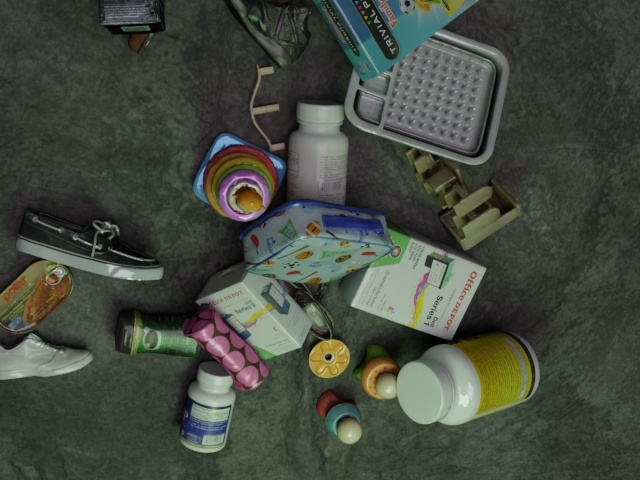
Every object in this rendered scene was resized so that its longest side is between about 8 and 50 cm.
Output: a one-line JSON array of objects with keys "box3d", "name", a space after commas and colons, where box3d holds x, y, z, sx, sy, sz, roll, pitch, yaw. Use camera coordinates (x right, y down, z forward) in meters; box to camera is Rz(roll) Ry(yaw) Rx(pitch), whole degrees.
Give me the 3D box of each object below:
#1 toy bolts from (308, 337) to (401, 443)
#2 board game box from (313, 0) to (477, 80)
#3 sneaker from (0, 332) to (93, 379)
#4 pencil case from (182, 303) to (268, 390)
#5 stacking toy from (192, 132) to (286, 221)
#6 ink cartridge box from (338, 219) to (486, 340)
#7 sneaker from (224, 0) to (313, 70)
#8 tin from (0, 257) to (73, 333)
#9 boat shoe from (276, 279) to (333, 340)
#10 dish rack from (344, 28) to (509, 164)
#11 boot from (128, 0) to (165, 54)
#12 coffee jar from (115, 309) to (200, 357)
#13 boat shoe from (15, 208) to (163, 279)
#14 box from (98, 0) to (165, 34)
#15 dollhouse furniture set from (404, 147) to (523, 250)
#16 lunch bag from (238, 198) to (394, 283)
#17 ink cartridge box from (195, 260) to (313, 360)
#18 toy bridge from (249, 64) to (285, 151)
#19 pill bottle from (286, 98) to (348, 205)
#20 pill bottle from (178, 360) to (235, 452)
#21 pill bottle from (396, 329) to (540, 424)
[{"box3d": [0.066, 0.360, 1.947, 0.218, 0.158, 0.228, 21, 100, -19], "name": "toy bolts"}, {"box3d": [0.157, -0.526, 1.679, 0.336, 0.079, 0.253, -40, 107, -18], "name": "board game box"}, {"box3d": [-0.606, 0.244, 1.790, 0.212, 0.080, 0.094, -5, 96, -11], "name": "sneaker"}, {"box3d": [-0.208, 0.239, 1.803, 0.098, 0.095, 0.209, -15, 124, 38], "name": "pencil case"}, {"box3d": [-0.154, -0.099, 1.670, 0.175, 0.302, 0.165, 25, 99, -16], "name": "stacking toy"}, {"box3d": [0.215, 0.090, 1.924, 0.278, 0.117, 0.201, 21, 101, -20], "name": "ink cartridge box"}, {"box3d": [-0.104, -0.472, 1.689, 0.130, 0.087, 0.227, -45, 115, 0], "name": "sneaker"}, {"box3d": [-0.615, 0.116, 1.765, 0.190, 0.040, 0.106, -43, 116, 1], "name": "tin"}, {"box3d": [-0.046, 0.149, 1.899, 0.080, 0.073, 0.223, -44, 112, 2], "name": "boat shoe"}, {"box3d": [0.223, -0.316, 1.761, 0.333, 0.072, 0.285, 17, 73, -8], "name": "dish rack"}, {"box3d": [-0.431, -0.517, 1.585, 0.281, 0.096, 0.264, 12, 104, -17], "name": "boot"}, {"box3d": [-0.361, 0.208, 1.834, 0.185, 0.079, 0.096, 6, 104, -17], "name": "coffee jar"}, {"box3d": [-0.474, 0.005, 1.729, 0.307, 0.113, 0.104, 16, 97, -2], "name": "boat shoe"}, {"box3d": [-0.346, -0.488, 1.497, 0.108, 0.153, 0.207, -5, 97, -7], "name": "box"}, {"box3d": [0.336, -0.115, 1.849, 0.161, 0.212, 0.242, -34, 138, -1], "name": "dollhouse furniture set"}, {"box3d": [0.000, 0.000, 1.749, 0.303, 0.243, 0.114, 5, 63, -41], "name": "lunch bag"}, {"box3d": [-0.146, 0.157, 1.831, 0.154, 0.093, 0.212, -23, 115, 35], "name": "ink cartridge box"}, {"box3d": [-0.121, -0.284, 1.772, 0.063, 0.026, 0.188, -12, 109, -9], "name": "toy bridge"}, {"box3d": [-0.006, -0.183, 1.776, 0.131, 0.131, 0.229, -1, 107, -14], "name": "pill bottle"}, {"box3d": [-0.256, 0.380, 1.897, 0.112, 0.112, 0.186, 9, 104, -17], "name": "pill bottle"}, {"box3d": [0.343, 0.323, 1.930, 0.334, 0.188, 0.187, -6, 110, -40], "name": "pill bottle"}]
